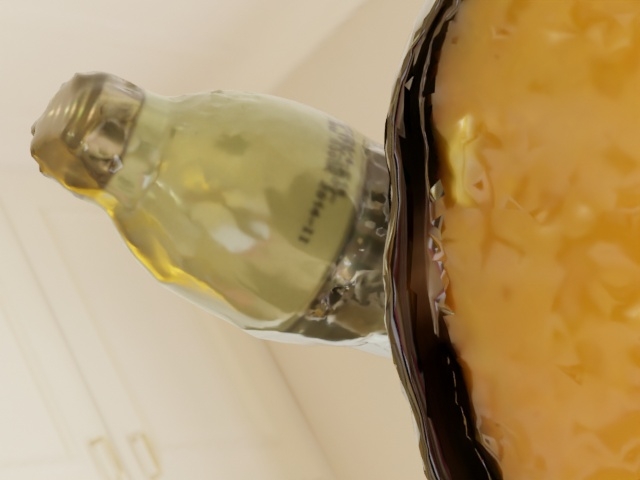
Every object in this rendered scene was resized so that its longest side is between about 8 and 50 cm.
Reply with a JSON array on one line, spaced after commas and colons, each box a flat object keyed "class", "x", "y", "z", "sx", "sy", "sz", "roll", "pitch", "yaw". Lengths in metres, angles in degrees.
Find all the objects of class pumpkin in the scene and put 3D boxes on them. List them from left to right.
[{"class": "pumpkin", "x": 0.162, "y": 0.010, "z": 0.473, "sx": 0.256, "sy": 0.303, "sz": 0.225, "roll": -21, "pitch": -3, "yaw": 32}]

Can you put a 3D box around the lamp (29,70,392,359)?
[{"class": "lamp", "x": 0.000, "y": 0.000, "z": 0.691, "sx": 0.250, "sy": 0.101, "sz": 0.101, "roll": 25, "pitch": -48, "yaw": -19}]
